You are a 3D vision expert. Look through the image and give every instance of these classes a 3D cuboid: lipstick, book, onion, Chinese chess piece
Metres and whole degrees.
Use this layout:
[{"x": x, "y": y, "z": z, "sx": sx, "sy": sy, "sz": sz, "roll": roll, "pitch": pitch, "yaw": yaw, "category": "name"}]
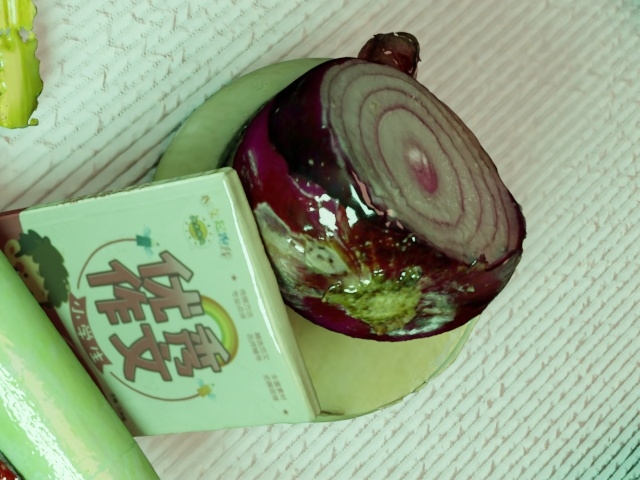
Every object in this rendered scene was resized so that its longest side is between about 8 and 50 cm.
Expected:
[{"x": -0.193, "y": 0.079, "z": 0.991, "sx": 0.076, "sy": 0.076, "sz": 0.304, "roll": -36, "pitch": 95, "yaw": -24, "category": "lipstick"}, {"x": -0.120, "y": 0.048, "z": 0.992, "sx": 0.022, "sy": 0.231, "sz": 0.162, "roll": -40, "pitch": 115, "yaw": -51, "category": "book"}, {"x": 0.028, "y": -0.043, "z": 1.009, "sx": 0.195, "sy": 0.140, "sz": 0.218, "roll": 21, "pitch": 45, "yaw": -27, "category": "onion"}, {"x": 0.000, "y": 0.000, "z": 1.122, "sx": 0.257, "sy": 0.104, "sz": 0.257, "roll": -2, "pitch": 94, "yaw": -29, "category": "Chinese chess piece"}]

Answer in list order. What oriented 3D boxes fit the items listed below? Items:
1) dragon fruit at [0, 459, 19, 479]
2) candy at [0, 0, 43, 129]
[{"x": -0.260, "y": 0.165, "z": 0.998, "sx": 0.162, "sy": 0.083, "sz": 0.106, "roll": -27, "pitch": 87, "yaw": 1, "category": "dragon fruit"}, {"x": -0.309, "y": -0.142, "z": 0.944, "sx": 0.297, "sy": 0.081, "sz": 0.187, "roll": -11, "pitch": 101, "yaw": -29, "category": "candy"}]
